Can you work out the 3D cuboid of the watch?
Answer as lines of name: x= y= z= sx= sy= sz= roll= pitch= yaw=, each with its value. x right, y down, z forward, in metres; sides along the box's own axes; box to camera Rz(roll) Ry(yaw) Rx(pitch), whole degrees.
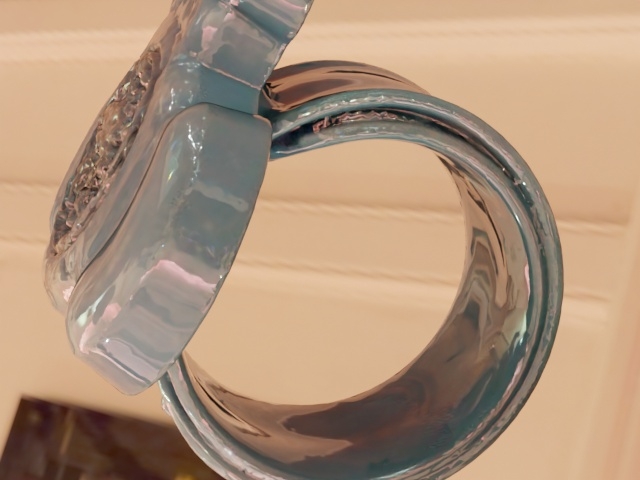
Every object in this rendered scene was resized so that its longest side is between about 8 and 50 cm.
watch: x=0.000 y=0.000 z=0.584 sx=0.193 sy=0.211 sz=0.211 roll=28 pitch=163 yaw=-19
